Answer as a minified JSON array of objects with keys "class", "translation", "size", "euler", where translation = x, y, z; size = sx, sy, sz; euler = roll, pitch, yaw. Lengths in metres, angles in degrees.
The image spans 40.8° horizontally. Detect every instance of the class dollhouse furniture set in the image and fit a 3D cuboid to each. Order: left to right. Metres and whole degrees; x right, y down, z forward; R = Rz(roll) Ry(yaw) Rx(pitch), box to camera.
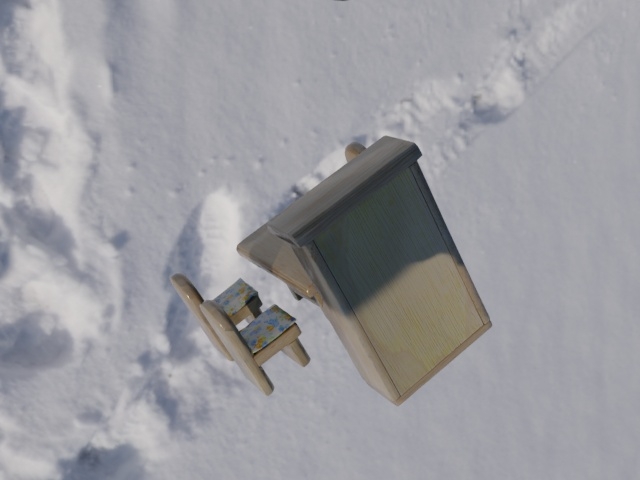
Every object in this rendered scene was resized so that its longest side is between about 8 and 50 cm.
[{"class":"dollhouse furniture set","translation":[0.000,0.000,0.689],"size":[0.212,0.242,0.161],"euler":[-37,119,-16]}]
